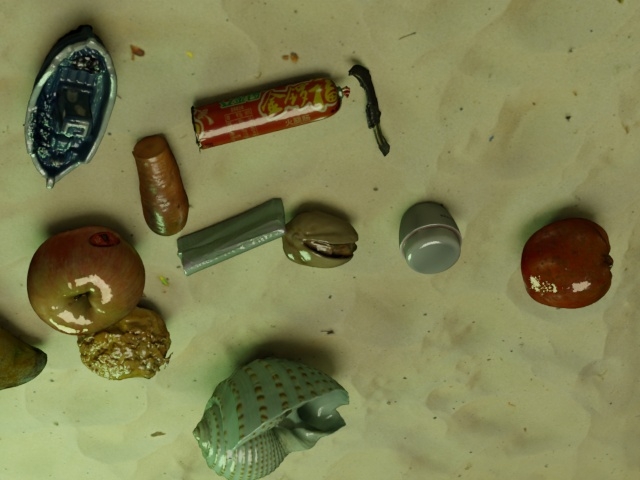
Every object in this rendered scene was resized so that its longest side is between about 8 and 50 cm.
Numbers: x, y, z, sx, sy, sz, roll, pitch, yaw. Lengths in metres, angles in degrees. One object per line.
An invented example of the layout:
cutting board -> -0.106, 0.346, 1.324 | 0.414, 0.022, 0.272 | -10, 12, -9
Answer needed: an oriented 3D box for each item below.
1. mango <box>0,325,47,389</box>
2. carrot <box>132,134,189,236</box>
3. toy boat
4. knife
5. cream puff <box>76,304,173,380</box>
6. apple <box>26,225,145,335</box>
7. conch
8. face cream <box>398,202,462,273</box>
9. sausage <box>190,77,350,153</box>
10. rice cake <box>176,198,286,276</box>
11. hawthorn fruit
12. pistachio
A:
mango -> -0.678, 0.220, 2.169 | 0.193, 0.146, 0.316 | -37, 145, 30
carrot -> -0.272, -0.088, 1.932 | 0.087, 0.087, 0.193 | -6, 139, -4
toy boat -> -0.388, -0.198, 1.744 | 0.129, 0.142, 0.309 | 9, 135, -22
knife -> 0.085, -0.222, 1.887 | 0.021, 0.045, 0.222 | 17, 153, 29
cream puff -> -0.384, 0.209, 2.212 | 0.189, 0.129, 0.189 | -4, 141, -3
apple -> -0.419, 0.066, 2.021 | 0.209, 0.164, 0.209 | -4, 127, -5
conch -> -0.111, 0.354, 2.366 | 0.319, 0.215, 0.303 | -24, 155, -33
face cream -> 0.202, -0.004, 2.094 | 0.117, 0.104, 0.117 | -5, 138, -5
sausage -> -0.079, -0.213, 1.836 | 0.264, 0.083, 0.083 | -14, 138, 3
rice cake -> -0.162, -0.003, 2.049 | 0.221, 0.080, 0.042 | -22, 140, 15
hawthorn fruit -> 0.471, 0.047, 2.154 | 0.189, 0.189, 0.189 | -5, 138, -4
pistachio -> 0.000, 0.000, 2.068 | 0.149, 0.113, 0.113 | 15, 134, -33
